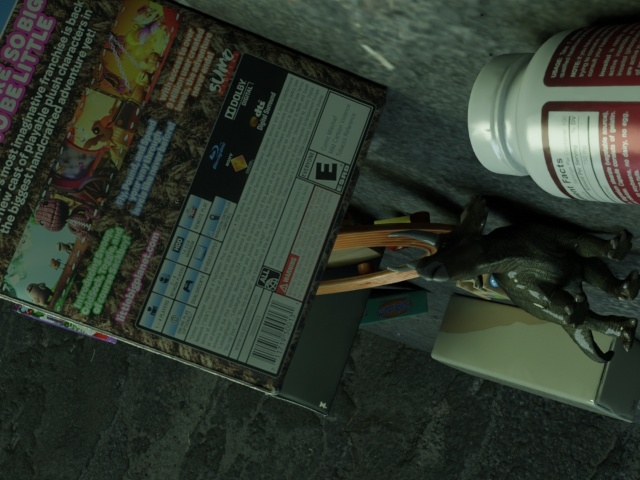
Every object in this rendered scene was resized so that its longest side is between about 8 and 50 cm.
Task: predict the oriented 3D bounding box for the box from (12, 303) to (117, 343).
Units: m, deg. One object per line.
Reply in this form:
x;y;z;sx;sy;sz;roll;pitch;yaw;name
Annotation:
-0.449;0.034;1.498;0.201;0.293;0.057;25;167;-29;box

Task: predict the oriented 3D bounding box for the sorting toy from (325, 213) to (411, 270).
0.000;0.000;0.972;0.274;0.046;0.132;-16;161;23;sorting toy

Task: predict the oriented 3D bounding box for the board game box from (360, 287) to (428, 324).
0.077;0.123;1.449;0.160;0.047;0.210;-6;-179;-30;board game box

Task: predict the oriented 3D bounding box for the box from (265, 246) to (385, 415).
-0.005;0.117;1.153;0.103;0.261;0.184;21;170;-9;box

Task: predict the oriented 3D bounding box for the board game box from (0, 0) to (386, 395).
-0.132;-0.044;0.580;0.291;0.232;0.141;21;171;-6;board game box

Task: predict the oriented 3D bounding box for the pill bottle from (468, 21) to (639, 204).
0.150;-0.059;0.358;0.152;0.086;0.086;11;167;46;pill bottle

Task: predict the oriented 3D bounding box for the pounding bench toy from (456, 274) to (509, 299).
0.222;0.046;0.921;0.083;0.052;0.065;23;170;-22;pounding bench toy

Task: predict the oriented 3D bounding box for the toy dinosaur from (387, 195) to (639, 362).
0.226;0.034;0.757;0.313;0.121;0.160;23;-177;-44;toy dinosaur

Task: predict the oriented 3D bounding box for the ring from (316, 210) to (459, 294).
0.016;0.021;0.885;0.336;0.032;0.336;-8;166;-2;ring

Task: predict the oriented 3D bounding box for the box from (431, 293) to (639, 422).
0.355;0.188;1.250;0.311;0.121;0.148;10;166;47;box
